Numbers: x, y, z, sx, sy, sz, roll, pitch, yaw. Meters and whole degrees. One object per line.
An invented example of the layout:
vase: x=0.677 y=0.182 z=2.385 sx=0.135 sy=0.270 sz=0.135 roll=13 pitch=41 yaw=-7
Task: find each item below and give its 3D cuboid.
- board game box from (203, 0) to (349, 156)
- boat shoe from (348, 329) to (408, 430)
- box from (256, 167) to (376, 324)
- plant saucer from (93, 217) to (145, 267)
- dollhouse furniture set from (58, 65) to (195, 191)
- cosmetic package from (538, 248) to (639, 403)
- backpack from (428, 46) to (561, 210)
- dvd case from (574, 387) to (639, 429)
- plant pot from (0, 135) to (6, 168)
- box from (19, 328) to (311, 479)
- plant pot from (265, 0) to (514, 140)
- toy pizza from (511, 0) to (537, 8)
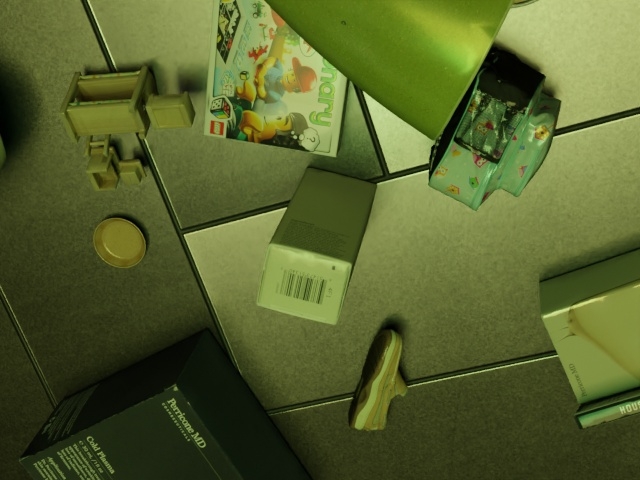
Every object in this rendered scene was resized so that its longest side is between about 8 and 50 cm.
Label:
board game box: x=-0.050 y=-0.276 z=1.425 sx=0.192 sy=0.053 sz=0.305 roll=9 pitch=115 yaw=6
boat shoe: x=0.100 y=0.216 z=1.615 sx=0.072 sy=0.068 sz=0.190 roll=13 pitch=126 yaw=-8
box: x=0.000 y=0.000 z=1.415 sx=0.113 sy=0.275 sz=0.094 roll=15 pitch=115 yaw=5
plant saucer: x=-0.306 y=0.001 z=1.617 sx=0.083 sy=0.015 sz=0.083 roll=4 pitch=115 yaw=9
dollhouse furniture set: x=-0.252 y=-0.162 z=1.513 sx=0.181 sy=0.101 sz=0.161 roll=-2 pitch=138 yaw=11
cosmetic package: x=0.476 y=0.095 z=1.459 sx=0.309 sy=0.113 sz=0.160 roll=-22 pitch=108 yaw=18
backpack: x=0.224 y=-0.132 z=1.377 sx=0.144 sy=0.166 sz=0.188 roll=33 pitch=118 yaw=0
dvd case: x=0.482 y=0.208 z=1.475 sx=0.238 sy=0.179 sz=0.030 roll=-21 pitch=82 yaw=18
plant pot: x=-0.558 y=-0.144 z=1.487 sx=0.190 sy=0.284 sz=0.284 roll=-21 pitch=112 yaw=-19
box: x=-0.232 y=0.373 z=1.676 sx=0.312 sy=0.179 sz=0.343 roll=-26 pitch=107 yaw=21
plant pot: x=0.067 y=-0.305 z=1.249 sx=0.293 sy=0.275 sz=0.275 roll=26 pitch=116 yaw=0
toy pizza: x=0.235 y=-0.392 z=1.333 sx=0.201 sy=0.032 sz=0.201 roll=4 pitch=114 yaw=9
